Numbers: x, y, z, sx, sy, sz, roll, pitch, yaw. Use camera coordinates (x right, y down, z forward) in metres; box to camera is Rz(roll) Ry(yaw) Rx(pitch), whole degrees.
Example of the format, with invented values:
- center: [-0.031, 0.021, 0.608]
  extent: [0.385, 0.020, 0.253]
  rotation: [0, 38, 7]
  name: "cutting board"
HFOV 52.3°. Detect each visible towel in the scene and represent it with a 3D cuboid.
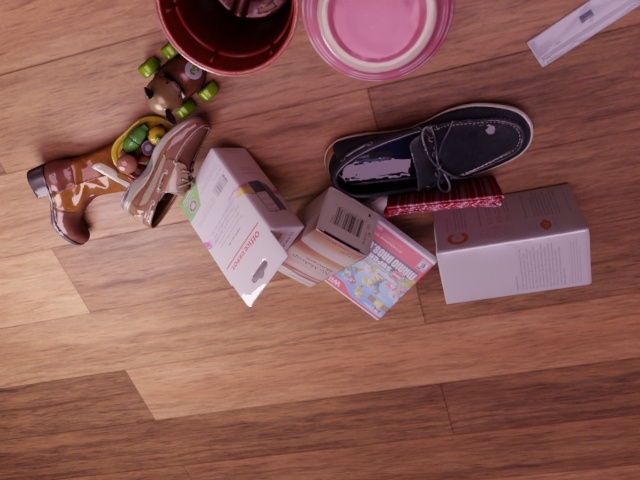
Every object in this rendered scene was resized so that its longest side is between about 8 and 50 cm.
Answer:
- center: [0.292, -0.107, 1.571]
  extent: [0.275, 0.199, 0.031]
  rotation: [-5, 108, 10]
  name: "towel"

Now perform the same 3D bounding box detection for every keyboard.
- center: [0.578, -0.476, 1.404]
  extent: [0.256, 0.014, 0.072]
  rotation: [-32, 110, 24]
  name: "keyboard"

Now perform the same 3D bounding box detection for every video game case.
- center: [0.146, 0.073, 1.713]
  extent: [0.204, 0.025, 0.285]
  rotation: [37, 133, 0]
  name: "video game case"

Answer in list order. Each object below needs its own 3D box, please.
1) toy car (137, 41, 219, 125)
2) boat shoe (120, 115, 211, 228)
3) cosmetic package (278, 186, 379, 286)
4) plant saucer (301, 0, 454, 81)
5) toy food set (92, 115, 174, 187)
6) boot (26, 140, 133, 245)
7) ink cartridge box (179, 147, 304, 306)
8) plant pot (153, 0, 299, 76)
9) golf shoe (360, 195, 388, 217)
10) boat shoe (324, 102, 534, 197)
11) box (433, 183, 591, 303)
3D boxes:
- center: [-0.341, -0.341, 1.482]
  extent: [0.149, 0.188, 0.155]
  rotation: [-30, 116, 23]
  name: "toy car"
- center: [-0.361, -0.163, 1.607]
  extent: [0.116, 0.123, 0.324]
  rotation: [45, 114, 11]
  name: "boat shoe"
- center: [0.000, 0.000, 1.637]
  extent: [0.153, 0.129, 0.296]
  rotation: [28, 152, -16]
  name: "cosmetic package"
- center: [0.120, -0.494, 1.396]
  extent: [0.332, 0.084, 0.332]
  rotation: [3, 124, 5]
  name: "plant saucer"
- center: [-0.448, -0.208, 1.621]
  extent: [0.218, 0.071, 0.128]
  rotation: [-42, 127, 9]
  name: "toy food set"
- center: [-0.589, -0.125, 1.741]
  extent: [0.280, 0.096, 0.264]
  rotation: [-16, 120, 3]
  name: "boot"
- center: [-0.180, -0.036, 1.592]
  extent: [0.353, 0.119, 0.207]
  rotation: [53, 125, 24]
  name: "ink cartridge box"
- center: [-0.164, -0.507, 1.307]
  extent: [0.272, 0.265, 0.272]
  rotation: [2, 124, 4]
  name: "plant pot"
- center: [0.118, -0.070, 1.681]
  extent: [0.176, 0.086, 0.069]
  rotation: [-4, 122, 7]
  name: "golf shoe"
- center: [0.252, -0.199, 1.540]
  extent: [0.500, 0.156, 0.187]
  rotation: [-9, 121, 10]
  name: "boat shoe"
- center: [0.465, 0.008, 1.618]
  extent: [0.345, 0.215, 0.168]
  rotation: [-9, 123, 13]
  name: "box"
